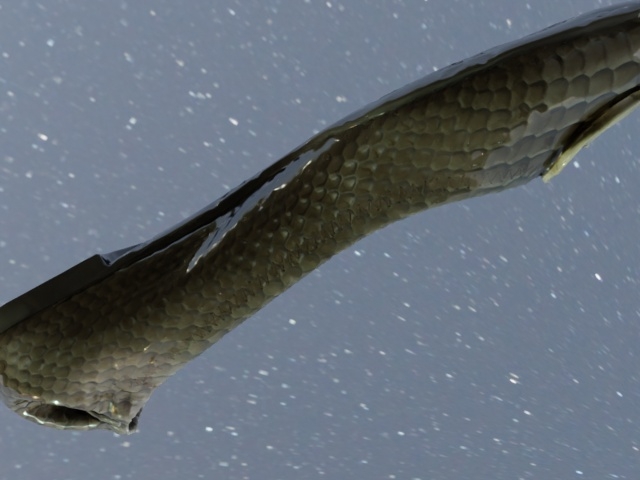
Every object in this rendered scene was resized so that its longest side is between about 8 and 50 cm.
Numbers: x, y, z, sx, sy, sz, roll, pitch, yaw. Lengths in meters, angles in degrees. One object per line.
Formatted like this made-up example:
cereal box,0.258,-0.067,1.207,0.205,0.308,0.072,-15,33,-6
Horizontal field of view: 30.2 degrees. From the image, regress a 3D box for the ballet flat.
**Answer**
ballet flat,0.000,0.000,0.370,0.250,0.084,0.058,-27,-92,15
